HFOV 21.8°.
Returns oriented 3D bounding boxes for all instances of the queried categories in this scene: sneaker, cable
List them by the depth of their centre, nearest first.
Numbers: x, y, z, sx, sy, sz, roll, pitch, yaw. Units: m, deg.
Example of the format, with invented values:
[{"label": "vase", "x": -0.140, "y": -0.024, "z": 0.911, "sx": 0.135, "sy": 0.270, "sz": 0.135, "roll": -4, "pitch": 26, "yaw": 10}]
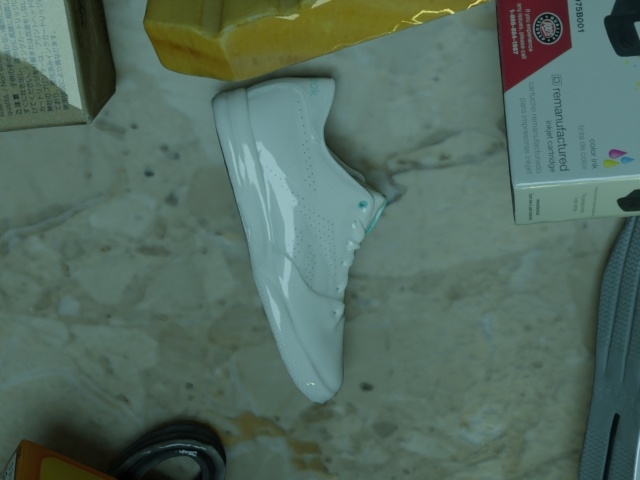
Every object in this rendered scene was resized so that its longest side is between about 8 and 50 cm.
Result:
[{"label": "sneaker", "x": 0.000, "y": 0.000, "z": 1.050, "sx": 0.094, "sy": 0.080, "sz": 0.212, "roll": -15, "pitch": 107, "yaw": -3}, {"label": "sneaker", "x": 0.230, "y": 0.075, "z": 1.059, "sx": 0.091, "sy": 0.094, "sz": 0.258, "roll": 2, "pitch": 109, "yaw": -26}, {"label": "cable", "x": -0.192, "y": 0.219, "z": 1.138, "sx": 0.287, "sy": 0.072, "sz": 0.139, "roll": -15, "pitch": 110, "yaw": 11}]

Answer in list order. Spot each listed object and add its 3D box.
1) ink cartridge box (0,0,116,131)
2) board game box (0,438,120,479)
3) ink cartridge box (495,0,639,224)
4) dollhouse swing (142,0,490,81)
[{"label": "ink cartridge box", "x": -0.239, "y": -0.180, "z": 0.992, "sx": 0.193, "sy": 0.088, "sz": 0.234, "roll": -4, "pitch": 110, "yaw": 7}, {"label": "board game box", "x": -0.117, "y": 0.415, "z": 1.020, "sx": 0.356, "sy": 0.356, "sz": 0.356, "roll": 28, "pitch": 110, "yaw": -18}, {"label": "ink cartridge box", "x": 0.195, "y": -0.085, "z": 0.972, "sx": 0.175, "sy": 0.072, "sz": 0.127, "roll": -5, "pitch": 72, "yaw": 6}, {"label": "dollhouse swing", "x": 0.022, "y": -0.290, "z": 0.820, "sx": 0.347, "sy": 0.305, "sz": 0.315, "roll": -16, "pitch": 108, "yaw": 11}]
